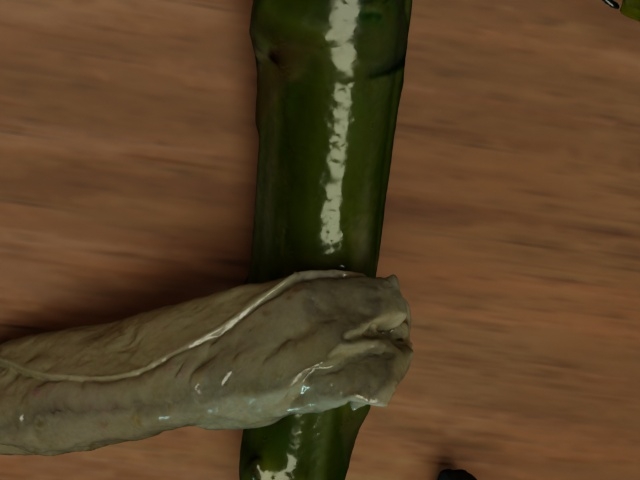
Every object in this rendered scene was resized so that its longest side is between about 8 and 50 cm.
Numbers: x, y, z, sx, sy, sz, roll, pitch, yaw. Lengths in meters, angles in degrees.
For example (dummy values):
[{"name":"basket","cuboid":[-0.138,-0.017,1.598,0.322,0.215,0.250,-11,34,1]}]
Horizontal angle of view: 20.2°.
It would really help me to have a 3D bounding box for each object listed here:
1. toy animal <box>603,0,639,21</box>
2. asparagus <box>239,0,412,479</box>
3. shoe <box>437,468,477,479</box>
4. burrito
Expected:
[{"name":"toy animal","cuboid":[0.207,-0.128,0.927,0.208,0.103,0.100,20,146,-19]},{"name":"asparagus","cuboid":[-0.002,0.000,0.938,0.082,0.085,0.343,1,109,-9]},{"name":"shoe","cuboid":[0.054,0.251,1.016,0.093,0.108,0.241,-3,112,-13]},{"name":"burrito","cuboid":[-0.087,0.069,0.904,0.275,0.082,0.059,-11,123,21]}]
